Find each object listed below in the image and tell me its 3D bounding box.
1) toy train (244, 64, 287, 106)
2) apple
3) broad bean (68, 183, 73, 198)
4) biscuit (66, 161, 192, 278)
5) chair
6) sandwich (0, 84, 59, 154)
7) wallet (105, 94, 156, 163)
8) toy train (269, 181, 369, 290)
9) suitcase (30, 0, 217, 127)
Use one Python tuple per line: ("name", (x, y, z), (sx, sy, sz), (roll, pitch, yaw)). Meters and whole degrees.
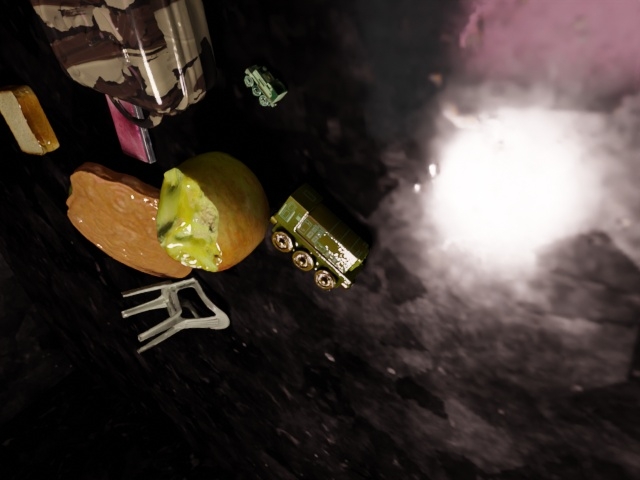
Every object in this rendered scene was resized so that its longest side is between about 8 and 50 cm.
("toy train", (-0.103, -0.287, 0.898), (0.083, 0.033, 0.053), (53, 136, -6))
("apple", (-0.234, -0.068, 1.031), (0.246, 0.246, 0.226), (5, 122, 40))
("broad bean", (-0.681, -0.093, 1.516), (0.238, 0.119, 0.291), (46, 141, -3))
("biscuit", (-0.523, -0.032, 1.369), (0.385, 0.062, 0.365), (28, 138, -10))
("chair", (-0.446, 0.227, 1.510), (0.191, 0.274, 0.203), (61, 151, 17))
("sandwich", (-0.932, -0.381, 1.548), (0.186, 0.065, 0.215), (10, 128, 36))
("wallet", (-0.486, -0.313, 1.229), (0.119, 0.025, 0.232), (22, 134, 29))
("toy train", (0.000, 0.000, 1.002), (0.225, 0.090, 0.137), (41, 130, 0))
("suitcase", (-0.362, -0.385, 0.930), (0.351, 0.194, 0.339), (24, 142, 27))
